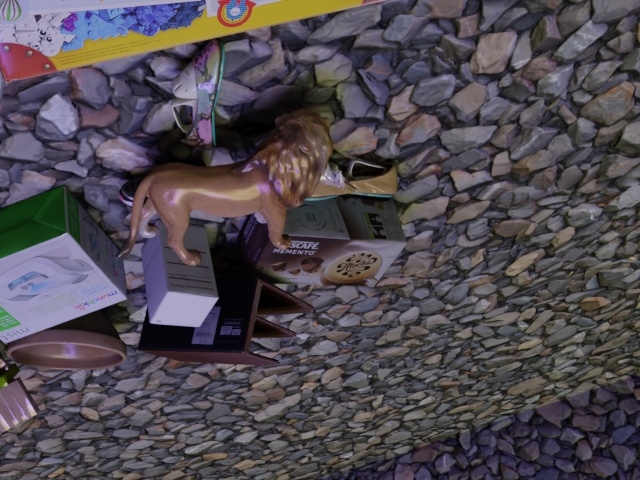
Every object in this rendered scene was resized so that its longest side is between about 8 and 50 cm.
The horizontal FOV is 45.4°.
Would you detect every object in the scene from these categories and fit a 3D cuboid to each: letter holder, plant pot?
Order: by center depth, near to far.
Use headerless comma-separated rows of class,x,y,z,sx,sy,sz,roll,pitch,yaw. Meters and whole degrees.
plant pot,-0.521,0.193,1.594,0.238,0.109,0.237,-1,159,-1
letter holder,-0.190,0.184,1.603,0.302,0.151,0.214,-5,157,36

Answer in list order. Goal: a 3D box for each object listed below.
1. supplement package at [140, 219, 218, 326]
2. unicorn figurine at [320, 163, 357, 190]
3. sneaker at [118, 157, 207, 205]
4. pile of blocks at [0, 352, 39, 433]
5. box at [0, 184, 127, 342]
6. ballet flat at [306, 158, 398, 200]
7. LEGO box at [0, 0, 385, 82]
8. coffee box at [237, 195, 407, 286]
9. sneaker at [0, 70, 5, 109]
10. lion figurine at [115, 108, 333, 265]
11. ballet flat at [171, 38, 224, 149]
supplement package,-0.276,0.064,1.489,0.105,0.179,0.105,9,137,-31
unicorn figurine,-0.019,-0.135,1.403,0.162,0.060,0.111,-12,113,20
sneaker,-0.275,-0.109,1.364,0.171,0.063,0.074,-11,144,-15
pile of blocks,-0.728,0.246,1.563,0.362,0.112,0.149,38,95,-10
box,-0.532,0.049,1.419,0.262,0.126,0.231,-20,142,3
ballet flat,0.041,-0.122,1.479,0.232,0.080,0.073,-4,114,-21
LEGO box,-0.152,-0.422,0.833,0.500,0.193,0.372,-17,144,-15
coffee box,0.000,0.000,1.563,0.297,0.118,0.168,4,142,-26
sneaker,-0.522,-0.186,1.107,0.112,0.131,0.319,4,139,-26
lion figurine,-0.165,-0.086,1.290,0.392,0.142,0.240,-15,141,-15
ballet flat,-0.201,-0.228,1.232,0.079,0.076,0.221,-2,146,-14
